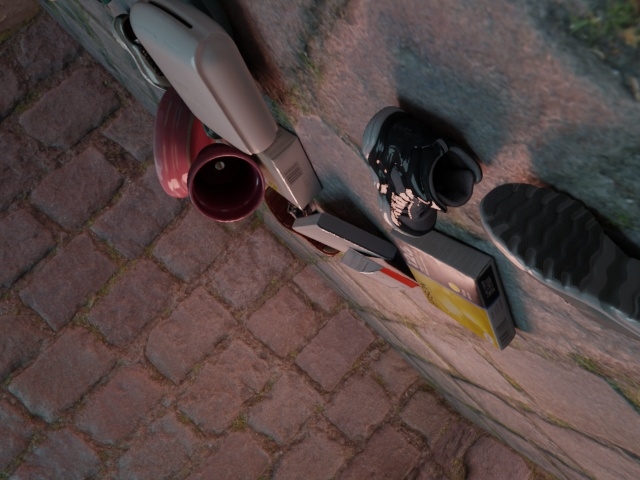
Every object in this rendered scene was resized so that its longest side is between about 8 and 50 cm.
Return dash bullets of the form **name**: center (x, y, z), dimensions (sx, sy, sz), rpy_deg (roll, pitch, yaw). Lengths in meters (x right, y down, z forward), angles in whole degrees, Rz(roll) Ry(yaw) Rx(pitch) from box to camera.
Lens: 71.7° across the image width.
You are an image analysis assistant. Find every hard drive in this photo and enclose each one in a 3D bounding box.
- **hard drive**: center (0.056, -0.011, 1.338), dimensions (0.233, 0.047, 0.353), rpy_deg (24, 174, -13)

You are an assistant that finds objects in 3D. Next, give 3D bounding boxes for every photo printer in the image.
- **photo printer**: center (-0.236, -0.339, 0.898), dimensions (0.256, 0.107, 0.307), rpy_deg (39, 169, 29)

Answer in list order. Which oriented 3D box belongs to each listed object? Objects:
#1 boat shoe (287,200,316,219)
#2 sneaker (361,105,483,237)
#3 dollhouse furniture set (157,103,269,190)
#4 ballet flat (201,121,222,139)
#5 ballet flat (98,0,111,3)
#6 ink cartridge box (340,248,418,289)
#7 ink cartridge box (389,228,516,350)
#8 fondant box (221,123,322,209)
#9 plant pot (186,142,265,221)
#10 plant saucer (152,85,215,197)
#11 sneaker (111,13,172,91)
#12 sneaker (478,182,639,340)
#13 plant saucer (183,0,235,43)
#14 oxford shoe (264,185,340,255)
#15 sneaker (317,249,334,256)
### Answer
- **boat shoe**: center (-0.082, -0.135, 1.467), dimensions (0.065, 0.083, 0.183), rpy_deg (36, 167, 41)
- **sneaker**: center (0.162, -0.071, 0.674), dimensions (0.153, 0.101, 0.268), rpy_deg (39, 167, 42)
- **dollhouse furniture set**: center (-0.363, -0.318, 1.663), dimensions (0.393, 0.257, 0.362), rpy_deg (63, 177, 20)
- **ballet flat**: center (-0.296, -0.395, 1.153), dimensions (0.280, 0.096, 0.095), rpy_deg (60, -156, 8)
- **ballet flat**: center (-0.637, -0.735, 1.233), dimensions (0.074, 0.074, 0.203), rpy_deg (46, 173, -10)
- **ink cartridge box**: center (0.196, 0.110, 1.274), dimensions (0.189, 0.066, 0.232), rpy_deg (28, -176, -43)
- **ink cartridge box**: center (0.270, 0.081, 1.000), dimensions (0.307, 0.072, 0.303), rpy_deg (31, 165, 46)
- **fondant box**: center (-0.164, -0.255, 1.260), dimensions (0.330, 0.096, 0.238), rpy_deg (39, 169, 31)
- **plant pot**: center (-0.270, -0.179, 1.223), dimensions (0.201, 0.201, 0.180), rpy_deg (51, -177, -38)
- **plant saucer**: center (-0.390, -0.291, 1.325), dimensions (0.084, 0.331, 0.332), rpy_deg (5, 165, 4)
- **sneaker**: center (-0.544, -0.587, 1.402), dimensions (0.271, 0.100, 0.108), rpy_deg (49, 164, -29)
- **sneaker**: center (0.309, 0.041, 0.543), dimensions (0.281, 0.105, 0.115), rpy_deg (41, 170, 14)
- **plant saucer**: center (-0.279, -0.488, 0.891), dimensions (0.318, 0.043, 0.317), rpy_deg (42, 171, 8)
- **oxford shoe**: center (-0.066, -0.066, 1.607), dimensions (0.348, 0.123, 0.130), rpy_deg (44, 176, 4)
- **sneaker**: center (0.000, 0.000, 1.756), dimensions (0.234, 0.078, 0.106), rpy_deg (41, 174, 38)
